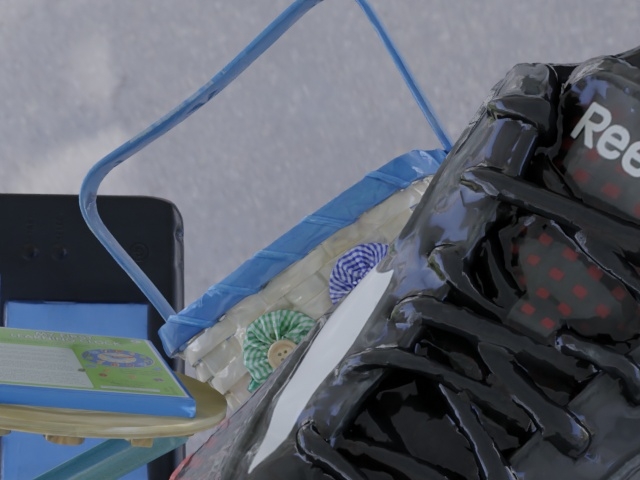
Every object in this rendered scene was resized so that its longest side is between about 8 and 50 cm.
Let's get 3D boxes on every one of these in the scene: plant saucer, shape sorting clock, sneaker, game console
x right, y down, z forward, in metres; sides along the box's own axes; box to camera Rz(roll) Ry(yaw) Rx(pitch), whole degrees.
[{"bbox_3d":[-0.159,0.152,1.097,0.192,0.067,0.018,-29,97,9],"label":"plant saucer"},{"bbox_3d":[-0.155,0.085,0.990,0.206,0.206,0.040,13,101,23],"label":"shape sorting clock"},{"bbox_3d":[0.044,0.031,0.420,0.097,0.135,0.276,38,55,17],"label":"sneaker"},{"bbox_3d":[-0.291,0.139,1.563,0.341,0.060,0.387,-1,70,-4],"label":"game console"}]

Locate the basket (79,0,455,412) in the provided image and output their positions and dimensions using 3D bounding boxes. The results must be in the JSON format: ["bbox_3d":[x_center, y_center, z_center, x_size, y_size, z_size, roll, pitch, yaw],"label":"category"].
[{"bbox_3d":[0.000,0.000,1.212,0.254,0.201,0.289,-39,74,13],"label":"basket"}]
